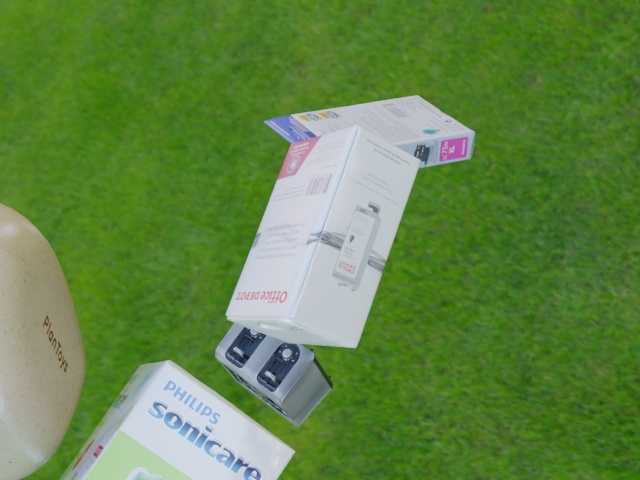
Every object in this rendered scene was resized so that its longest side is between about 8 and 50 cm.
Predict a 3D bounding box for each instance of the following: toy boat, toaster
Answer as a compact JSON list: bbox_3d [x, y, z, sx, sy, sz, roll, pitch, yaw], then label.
[{"bbox_3d":[-0.296,0.119,0.837,0.148,0.267,0.318,2,42,9],"label":"toy boat"},{"bbox_3d":[-0.078,0.225,1.921,0.168,0.186,0.110,34,76,27],"label":"toaster"}]

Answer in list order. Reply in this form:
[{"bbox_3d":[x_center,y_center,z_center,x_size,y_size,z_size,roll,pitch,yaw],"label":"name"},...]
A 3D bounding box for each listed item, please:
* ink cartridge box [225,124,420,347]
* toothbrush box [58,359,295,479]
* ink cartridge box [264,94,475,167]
[{"bbox_3d":[0.000,0.000,1.525,0.207,0.117,0.283,-5,62,61],"label":"ink cartridge box"},{"bbox_3d":[-0.163,0.240,0.836,0.283,0.122,0.206,-54,7,-14],"label":"toothbrush box"},{"bbox_3d":[0.080,-0.172,1.852,0.186,0.311,0.065,44,137,51],"label":"ink cartridge box"}]
